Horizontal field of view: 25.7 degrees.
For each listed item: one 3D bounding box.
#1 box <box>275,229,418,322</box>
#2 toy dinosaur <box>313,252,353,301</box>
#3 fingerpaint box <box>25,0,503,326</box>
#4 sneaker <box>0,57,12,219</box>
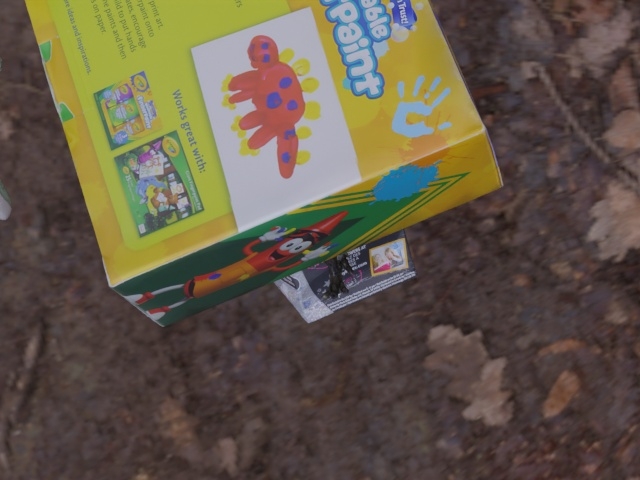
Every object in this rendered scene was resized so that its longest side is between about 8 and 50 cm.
[{"bbox_3d":[-0.005,-0.021,1.834,0.163,0.247,0.142,-23,112,-10],"label":"box"},{"bbox_3d":[0.000,0.000,1.640,0.064,0.268,0.118,-16,105,30],"label":"toy dinosaur"},{"bbox_3d":[-0.075,-0.194,1.393,0.371,0.163,0.444,-23,68,5],"label":"fingerpaint box"},{"bbox_3d":[-0.429,-0.149,1.781,0.094,0.151,0.256,16,146,36],"label":"sneaker"}]
